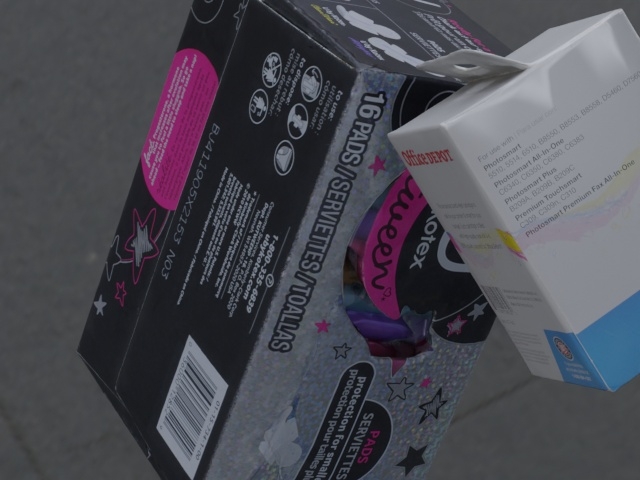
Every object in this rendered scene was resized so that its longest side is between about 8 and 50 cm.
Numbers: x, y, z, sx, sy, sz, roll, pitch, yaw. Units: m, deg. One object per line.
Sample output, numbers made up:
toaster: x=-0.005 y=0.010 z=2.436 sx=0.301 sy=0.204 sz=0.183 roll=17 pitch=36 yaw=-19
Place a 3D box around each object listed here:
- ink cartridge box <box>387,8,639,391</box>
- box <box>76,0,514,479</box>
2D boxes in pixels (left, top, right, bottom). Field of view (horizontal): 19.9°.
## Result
ink cartridge box: x=0.100 y=-0.024 z=0.747 sx=0.090 sy=0.092 sz=0.143 roll=-33 pitch=98 yaw=-10
box: x=0.000 y=0.000 z=0.926 sx=0.142 sy=0.247 sz=0.163 roll=5 pitch=27 yaw=-34
